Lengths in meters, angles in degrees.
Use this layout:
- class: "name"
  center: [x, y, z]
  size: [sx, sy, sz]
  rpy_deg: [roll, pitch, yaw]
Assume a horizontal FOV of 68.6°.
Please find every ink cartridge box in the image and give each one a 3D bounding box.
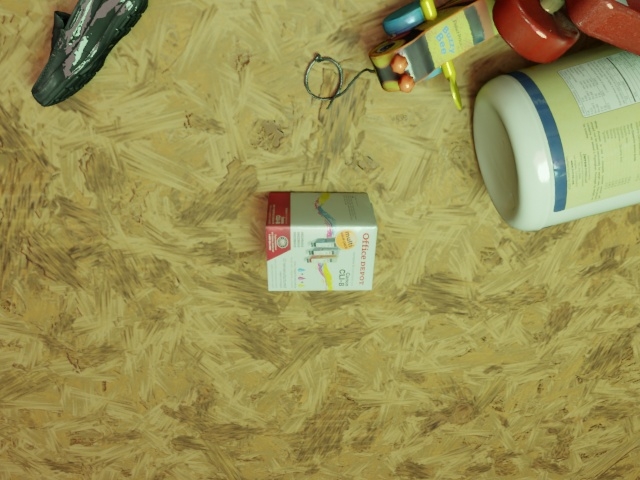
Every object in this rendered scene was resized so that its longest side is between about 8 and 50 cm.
- class: "ink cartridge box"
  center: [0.000, 0.000, 0.794]
  size: [0.176, 0.127, 0.128]
  rpy_deg: [-1, 120, -3]

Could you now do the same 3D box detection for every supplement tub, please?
- class: "supplement tub"
  center: [0.402, -0.156, 0.659]
  size: [0.317, 0.228, 0.228]
  rpy_deg: [-15, 120, 6]

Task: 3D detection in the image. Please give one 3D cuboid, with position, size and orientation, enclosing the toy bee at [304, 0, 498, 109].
- class: "toy bee"
  center: [0.136, -0.247, 0.635]
  size: [0.195, 0.162, 0.298]
  rpy_deg: [37, 113, -23]

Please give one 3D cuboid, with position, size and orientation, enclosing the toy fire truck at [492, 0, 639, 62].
- class: "toy fire truck"
  center: [0.346, -0.319, 0.539]
  size: [0.254, 0.301, 0.169]
  rpy_deg: [14, 150, -17]

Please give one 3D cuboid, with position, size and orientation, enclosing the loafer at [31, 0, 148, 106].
- class: "loafer"
  center: [-0.332, -0.280, 0.648]
  size: [0.223, 0.076, 0.078]
  rpy_deg: [-42, 108, 15]
